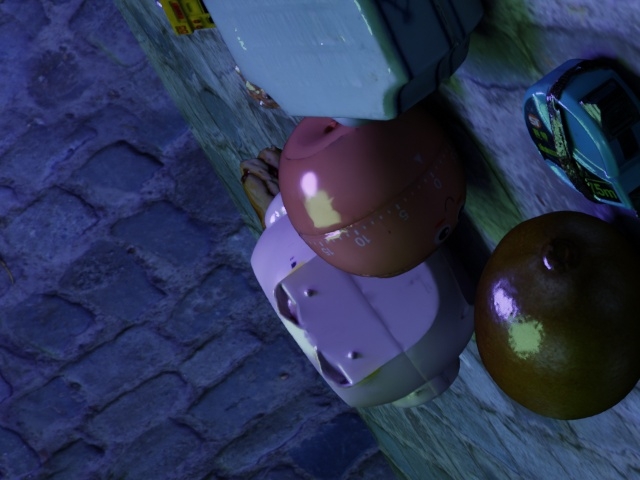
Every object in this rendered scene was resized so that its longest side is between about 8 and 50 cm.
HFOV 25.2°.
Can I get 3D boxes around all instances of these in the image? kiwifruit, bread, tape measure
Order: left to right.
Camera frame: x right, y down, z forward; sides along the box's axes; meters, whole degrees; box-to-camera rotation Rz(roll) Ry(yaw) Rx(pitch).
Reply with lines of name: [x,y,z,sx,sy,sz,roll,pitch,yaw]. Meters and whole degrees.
bread: [0.000,0.000,2.549,0.324,0.167,0.277,60,176,47]
kiwifruit: [0.251,0.074,1.468,0.196,0.196,0.234,50,164,36]
tape measure: [0.240,-0.096,1.284,0.146,0.081,0.125,62,166,-27]

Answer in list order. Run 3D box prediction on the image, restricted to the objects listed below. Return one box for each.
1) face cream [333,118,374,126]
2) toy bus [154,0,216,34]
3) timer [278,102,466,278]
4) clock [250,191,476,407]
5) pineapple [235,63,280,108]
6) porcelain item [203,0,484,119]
face cream: [0.023,-0.223,1.761,0.071,0.144,0.291,52,172,-30]
toy bus: [-0.138,-0.419,1.685,0.145,0.151,0.331,64,-157,-71]
timer: [0.067,-0.072,1.794,0.215,0.229,0.229,51,174,-27]
clock: [0.075,0.059,2.086,0.368,0.250,0.377,55,-177,-2]
pineapple: [-0.079,-0.340,1.957,0.170,0.141,0.310,-93,-12,-55]
porcelain item: [0.010,-0.274,1.470,0.286,0.157,0.281,7,131,53]
